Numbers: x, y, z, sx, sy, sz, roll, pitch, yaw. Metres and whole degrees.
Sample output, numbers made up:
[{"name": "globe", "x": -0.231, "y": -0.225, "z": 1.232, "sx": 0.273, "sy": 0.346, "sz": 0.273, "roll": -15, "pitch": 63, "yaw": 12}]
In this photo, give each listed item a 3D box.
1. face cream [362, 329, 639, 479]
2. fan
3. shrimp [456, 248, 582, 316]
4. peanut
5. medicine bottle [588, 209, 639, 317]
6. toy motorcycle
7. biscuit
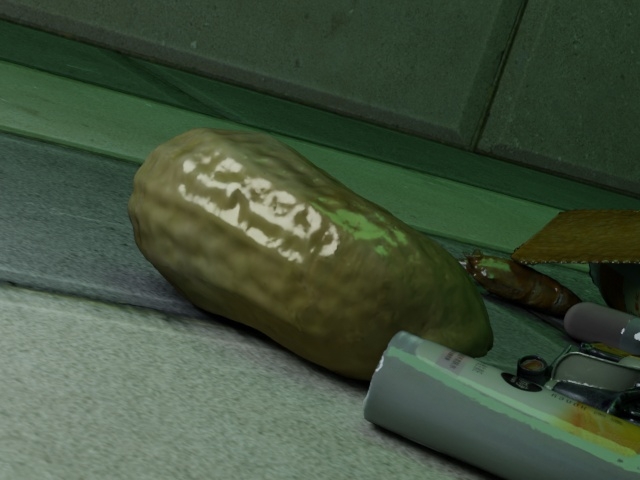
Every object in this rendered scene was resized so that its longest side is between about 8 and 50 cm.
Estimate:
[{"name": "face cream", "x": 0.168, "y": 0.149, "z": 1.034, "sx": 0.269, "sy": 0.073, "sz": 0.107, "roll": 22, "pitch": 19, "yaw": 14}, {"name": "fan", "x": 0.382, "y": 0.123, "z": 1.580, "sx": 0.244, "sy": 0.074, "sz": 0.130, "roll": 19, "pitch": 3, "yaw": 38}, {"name": "shrimp", "x": 0.238, "y": 0.055, "z": 1.764, "sx": 0.187, "sy": 0.051, "sz": 0.132, "roll": 23, "pitch": -4, "yaw": -17}, {"name": "peanut", "x": -0.018, "y": 0.016, "z": 1.189, "sx": 0.340, "sy": 0.158, "sz": 0.174, "roll": 30, "pitch": -22, "yaw": 32}, {"name": "medicine bottle", "x": 0.455, "y": 0.059, "z": 1.787, "sx": 0.158, "sy": 0.158, "sz": 0.318, "roll": 16, "pitch": 11, "yaw": -12}, {"name": "toy motorcycle", "x": 0.256, "y": 0.139, "z": 1.213, "sx": 0.157, "sy": 0.091, "sz": 0.263, "roll": 15, "pitch": 5, "yaw": 27}, {"name": "biscuit", "x": 0.372, "y": -0.007, "z": 1.749, "sx": 0.232, "sy": 0.013, "sz": 0.237, "roll": 0, "pitch": 17, "yaw": 28}]
